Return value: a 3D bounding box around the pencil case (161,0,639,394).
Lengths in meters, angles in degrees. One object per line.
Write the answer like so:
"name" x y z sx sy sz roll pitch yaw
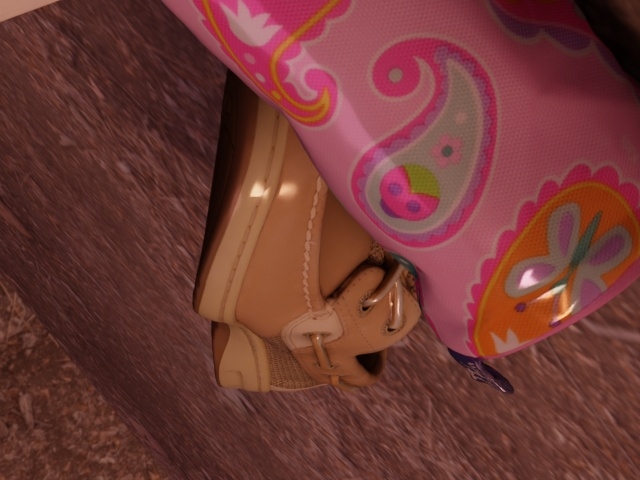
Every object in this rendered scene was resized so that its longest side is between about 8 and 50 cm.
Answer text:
"pencil case" 0.007 -0.090 0.525 0.284 0.124 0.124 50 164 -17

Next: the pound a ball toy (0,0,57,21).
"pound a ball toy" -0.190 -0.204 0.552 0.208 0.135 0.319 -90 -22 -44

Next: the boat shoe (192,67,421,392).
"boat shoe" 0.000 0.000 0.824 0.110 0.122 0.341 8 163 1
